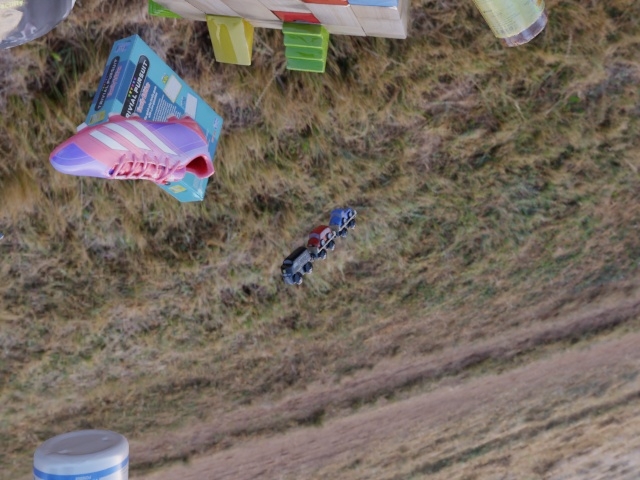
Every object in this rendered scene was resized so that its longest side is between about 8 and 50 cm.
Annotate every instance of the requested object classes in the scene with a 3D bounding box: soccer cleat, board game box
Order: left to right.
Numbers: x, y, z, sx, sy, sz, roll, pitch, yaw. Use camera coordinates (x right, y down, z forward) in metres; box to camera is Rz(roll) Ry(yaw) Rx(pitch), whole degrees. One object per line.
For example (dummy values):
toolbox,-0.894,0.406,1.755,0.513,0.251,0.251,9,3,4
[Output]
soccer cleat,-0.226,-0.108,0.709,0.083,0.095,0.248,-29,-178,28
board game box,-0.392,-0.285,1.355,0.079,0.254,0.336,-4,154,28

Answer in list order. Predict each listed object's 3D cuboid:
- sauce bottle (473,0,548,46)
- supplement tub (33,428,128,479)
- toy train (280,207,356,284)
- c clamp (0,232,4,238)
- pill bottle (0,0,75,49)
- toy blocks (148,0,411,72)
sauce bottle,0.117,-0.197,0.390,0.042,0.042,0.128,-37,125,18
supplement tub,-0.189,0.212,0.436,0.071,0.107,0.071,1,180,0
toy train,0.000,0.000,0.701,0.027,0.158,0.036,-1,121,40
c clamp,-0.435,0.014,0.649,0.137,0.160,0.022,-47,135,-9
pill bottle,-0.148,-0.196,0.193,0.130,0.130,0.245,2,155,-25
toy blocks,-0.056,-0.291,0.556,0.381,0.261,0.191,9,100,10
